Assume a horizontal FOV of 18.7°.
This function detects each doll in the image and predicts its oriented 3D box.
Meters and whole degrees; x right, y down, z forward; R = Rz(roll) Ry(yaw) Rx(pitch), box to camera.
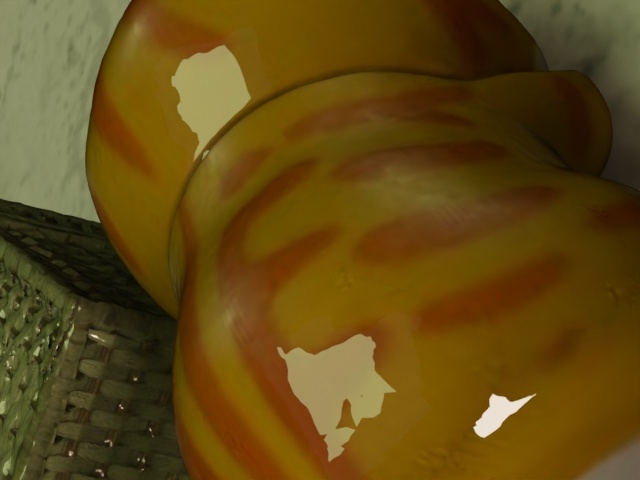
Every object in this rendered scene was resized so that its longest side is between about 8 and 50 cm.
[{"bbox_3d":[0.018,0.009,0.589,0.166,0.162,0.269,-64,28,30],"label":"doll"}]

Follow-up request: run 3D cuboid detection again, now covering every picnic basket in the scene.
[{"bbox_3d":[-0.101,0.097,0.754,0.154,0.134,0.196,32,106,52],"label":"picnic basket"}]
